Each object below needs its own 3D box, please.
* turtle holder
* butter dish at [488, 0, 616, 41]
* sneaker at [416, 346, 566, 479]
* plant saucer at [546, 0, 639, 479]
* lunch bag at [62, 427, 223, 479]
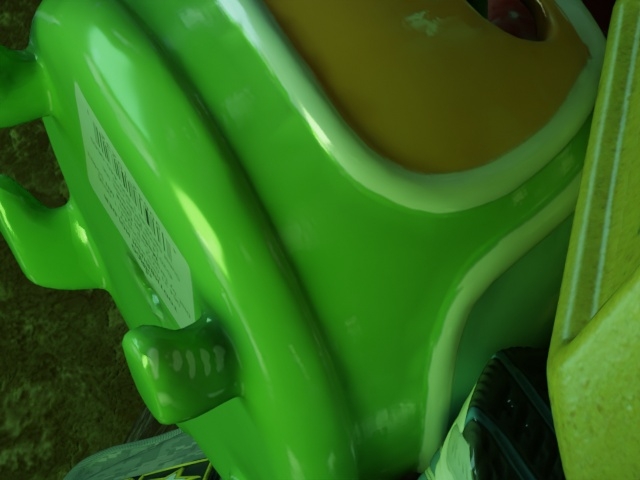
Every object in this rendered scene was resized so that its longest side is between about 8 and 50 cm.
[{"bbox_3d":[0.007,0.005,0.780,0.227,0.320,0.243,-29,40,-13],"label":"turtle holder"},{"bbox_3d":[0.092,-0.070,0.927,0.160,0.160,0.118,-57,31,20],"label":"butter dish"},{"bbox_3d":[0.052,0.129,0.634,0.211,0.080,0.081,-54,-6,-50],"label":"sneaker"},{"bbox_3d":[0.174,-0.081,0.562,0.333,0.081,0.333,-55,10,37],"label":"plant saucer"},{"bbox_3d":[-0.088,0.208,0.898,0.287,0.169,0.235,-50,6,15],"label":"lunch bag"}]
